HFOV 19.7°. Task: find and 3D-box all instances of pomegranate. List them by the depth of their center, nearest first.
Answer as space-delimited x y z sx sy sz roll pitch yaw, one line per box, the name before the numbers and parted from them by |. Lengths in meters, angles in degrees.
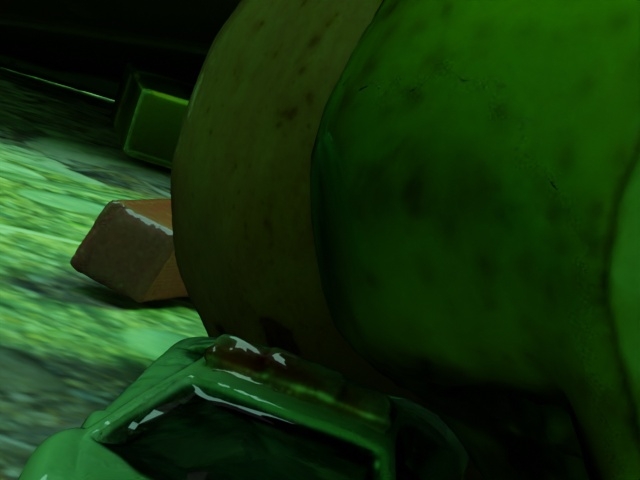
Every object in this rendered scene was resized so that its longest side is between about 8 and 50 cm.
pomegranate | 0.052 -0.018 0.553 0.191 0.191 0.191 18 8 -3

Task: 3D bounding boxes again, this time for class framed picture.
framed picture | -0.006 -0.106 1.127 0.446 0.028 0.326 16 -13 -16

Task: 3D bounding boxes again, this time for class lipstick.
lipstick | 0.000 0.000 0.780 0.051 0.051 0.312 24 11 24

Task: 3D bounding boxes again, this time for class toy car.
toy car | -0.009 0.053 0.398 0.093 0.058 0.186 21 8 7

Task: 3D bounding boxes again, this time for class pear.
pear | 0.126 0.028 0.400 0.255 0.238 0.164 -2 7 -11

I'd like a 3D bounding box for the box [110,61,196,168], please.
box | 0.031 -0.037 1.097 0.311 0.043 0.173 17 8 -11
